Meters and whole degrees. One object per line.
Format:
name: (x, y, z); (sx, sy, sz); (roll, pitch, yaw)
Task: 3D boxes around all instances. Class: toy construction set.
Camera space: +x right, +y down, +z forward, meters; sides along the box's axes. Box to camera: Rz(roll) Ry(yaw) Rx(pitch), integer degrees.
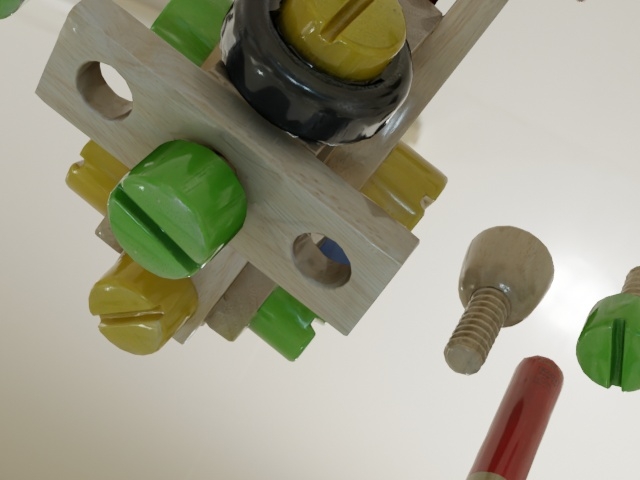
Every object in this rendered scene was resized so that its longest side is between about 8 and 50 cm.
toy construction set: (0.000, 0.000, 0.559); (0.309, 0.257, 0.237); (57, -145, -17)
